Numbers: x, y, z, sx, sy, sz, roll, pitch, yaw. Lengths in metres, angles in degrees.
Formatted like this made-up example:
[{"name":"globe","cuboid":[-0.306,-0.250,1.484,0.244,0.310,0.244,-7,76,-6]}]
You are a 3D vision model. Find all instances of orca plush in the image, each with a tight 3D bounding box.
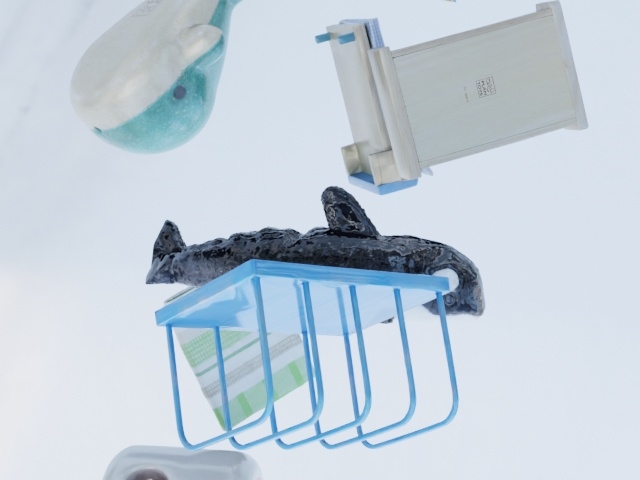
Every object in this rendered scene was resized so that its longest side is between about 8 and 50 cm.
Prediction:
[{"name":"orca plush","cuboid":[0.000,0.000,1.258,0.151,0.287,0.102,-20,118,-71]}]

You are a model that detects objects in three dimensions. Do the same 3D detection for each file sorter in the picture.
[{"name":"file sorter","cuboid":[-0.005,0.084,1.005,0.170,0.118,0.104,5,69,-38]}]

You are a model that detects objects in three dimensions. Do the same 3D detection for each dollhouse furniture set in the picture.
[{"name":"dollhouse furniture set","cuboid":[0.119,-0.213,1.623,0.198,0.303,0.286,-16,100,-12]}]

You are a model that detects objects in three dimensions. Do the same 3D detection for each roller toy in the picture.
[{"name":"roller toy","cuboid":[-0.119,0.282,1.318,0.146,0.209,0.191,2,102,6]}]

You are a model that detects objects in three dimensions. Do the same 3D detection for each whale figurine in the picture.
[{"name":"whale figurine","cuboid":[-0.161,-0.212,1.697,0.141,0.216,0.272,49,66,-28]}]

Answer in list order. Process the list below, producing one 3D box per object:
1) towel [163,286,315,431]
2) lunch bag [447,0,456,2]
[{"name":"towel","cuboid":[-0.077,0.096,1.418,0.113,0.023,0.152,-29,116,-15]},{"name":"lunch bag","cuboid":[0.134,-0.329,1.730,0.053,0.071,0.083,-70,166,-53]}]
